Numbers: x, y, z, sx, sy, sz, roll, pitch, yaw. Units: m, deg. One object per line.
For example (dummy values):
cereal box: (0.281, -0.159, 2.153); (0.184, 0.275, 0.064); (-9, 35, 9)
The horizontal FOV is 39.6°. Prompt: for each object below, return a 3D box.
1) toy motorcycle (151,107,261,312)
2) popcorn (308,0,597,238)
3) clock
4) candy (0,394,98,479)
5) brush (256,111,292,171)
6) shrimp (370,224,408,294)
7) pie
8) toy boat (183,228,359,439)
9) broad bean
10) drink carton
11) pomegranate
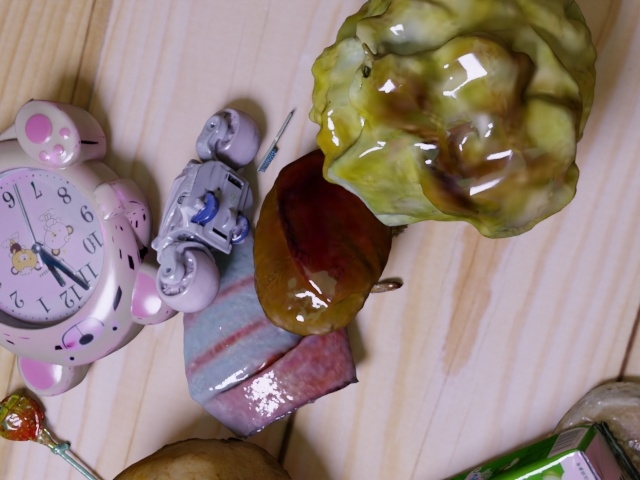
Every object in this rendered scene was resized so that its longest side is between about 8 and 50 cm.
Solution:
toy motorcycle: (-0.141, -0.038, 1.047); (0.112, 0.112, 0.254); (10, 71, 10)
popcorn: (0.144, -0.162, 0.910); (0.312, 0.312, 0.312); (1, 93, 11)
clock: (-0.336, 0.014, 1.100); (0.284, 0.114, 0.309); (-35, 87, 9)
candy: (-0.339, 0.274, 1.150); (0.201, 0.060, 0.060); (39, 99, -1)
brush: (-0.054, -0.119, 1.086); (0.013, 0.016, 0.083); (29, 99, -5)
shrimp: (0.080, 0.018, 1.066); (0.114, 0.023, 0.083); (-35, 89, 16)
pie: (0.341, 0.270, 1.015); (0.185, 0.052, 0.218); (0, 95, 9)
toy boat: (-0.092, 0.082, 1.070); (0.206, 0.096, 0.282); (-27, 79, 3)
broad bean: (0.002, 0.001, 1.007); (0.156, 0.122, 0.228); (6, 68, 4)
drink carton: (0.225, 0.328, 0.985); (0.271, 0.108, 0.161); (-31, 84, 26)
pomegranate: (-0.136, 0.343, 1.003); (0.260, 0.260, 0.260); (1, 93, 11)
